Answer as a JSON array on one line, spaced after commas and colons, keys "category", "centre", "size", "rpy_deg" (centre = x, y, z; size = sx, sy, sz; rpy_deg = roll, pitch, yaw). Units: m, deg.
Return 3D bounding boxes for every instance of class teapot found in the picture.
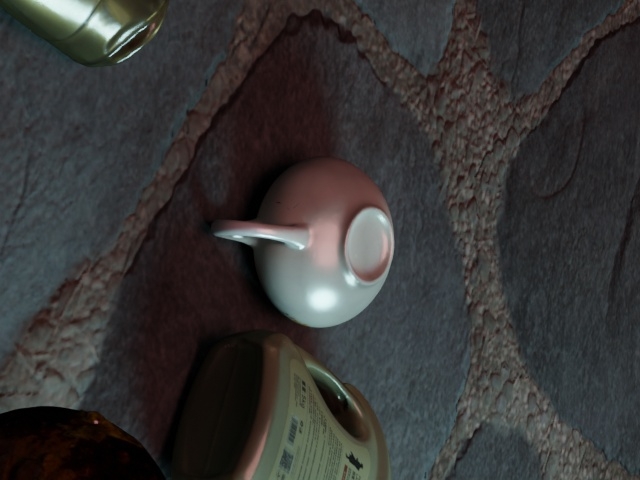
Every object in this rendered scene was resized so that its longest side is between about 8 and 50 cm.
[{"category": "teapot", "centre": [0.000, 0.000, 1.489], "size": [0.226, 0.092, 0.145], "rpy_deg": [13, 81, -51]}]

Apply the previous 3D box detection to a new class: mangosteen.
[{"category": "mangosteen", "centre": [-0.184, 0.217, 1.180], "size": [0.217, 0.192, 0.192], "rpy_deg": [81, 29, -58]}]

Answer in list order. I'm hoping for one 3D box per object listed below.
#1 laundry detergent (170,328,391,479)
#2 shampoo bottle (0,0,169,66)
[{"category": "laundry detergent", "centre": [-0.015, 0.190, 1.474], "size": [0.253, 0.091, 0.181], "rpy_deg": [41, 54, -47]}, {"category": "shampoo bottle", "centre": [-0.222, -0.242, 1.165], "size": [0.350, 0.084, 0.125], "rpy_deg": [49, 52, -45]}]
